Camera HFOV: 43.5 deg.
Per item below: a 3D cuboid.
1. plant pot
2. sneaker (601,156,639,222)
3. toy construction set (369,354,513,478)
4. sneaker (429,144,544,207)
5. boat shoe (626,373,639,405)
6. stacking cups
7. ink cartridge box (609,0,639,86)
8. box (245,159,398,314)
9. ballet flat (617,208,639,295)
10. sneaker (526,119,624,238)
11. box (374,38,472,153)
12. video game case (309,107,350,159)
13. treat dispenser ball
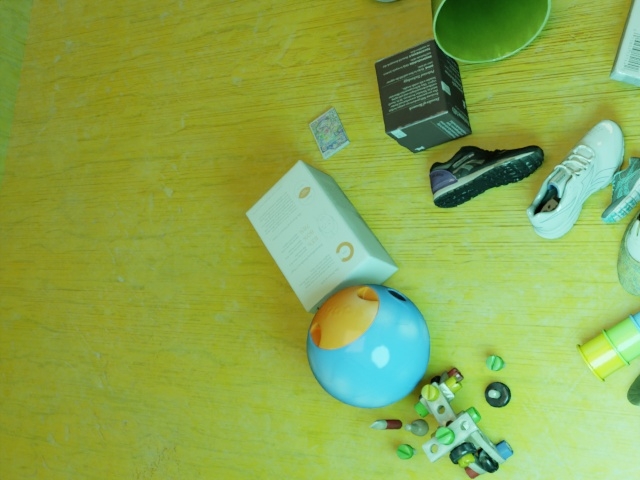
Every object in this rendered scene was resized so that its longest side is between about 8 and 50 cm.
[{"bbox_3d":[0.382,-0.632,1.942,0.275,0.275,0.293,-26,51,24],"label":"plant pot"},{"bbox_3d":[0.660,-0.112,1.744,0.166,0.065,0.076,-49,57,2],"label":"sneaker"},{"bbox_3d":[0.251,0.402,1.767,0.309,0.237,0.257,-17,70,28],"label":"toy construction set"},{"bbox_3d":[0.384,-0.188,1.908,0.283,0.107,0.124,-22,62,26],"label":"sneaker"},{"bbox_3d":[0.688,0.276,1.640,0.152,0.049,0.056,-55,39,14],"label":"boat shoe"},{"bbox_3d":[0.683,0.169,1.638,0.316,0.096,0.096,-38,62,19],"label":"stacking cups"},{"bbox_3d":[0.800,-0.463,1.736,0.261,0.066,0.296,17,88,8],"label":"ink cartridge box"},{"bbox_3d":[0.000,0.000,2.060,0.215,0.168,0.345,-43,60,16],"label":"box"},{"bbox_3d":[0.712,-0.053,1.664,0.123,0.123,0.348,31,96,33],"label":"ballet flat"},{"bbox_3d":[0.564,-0.139,1.767,0.111,0.129,0.297,36,97,34],"label":"sneaker"},{"bbox_3d":[0.254,-0.353,1.985,0.167,0.168,0.203,-17,71,27],"label":"box"},{"bbox_3d":[0.024,-0.295,2.208,0.087,0.011,0.122,-32,64,21],"label":"video game case"},{"bbox_3d":[0.111,0.244,1.862,0.288,0.288,0.288,-8,75,30],"label":"treat dispenser ball"}]
